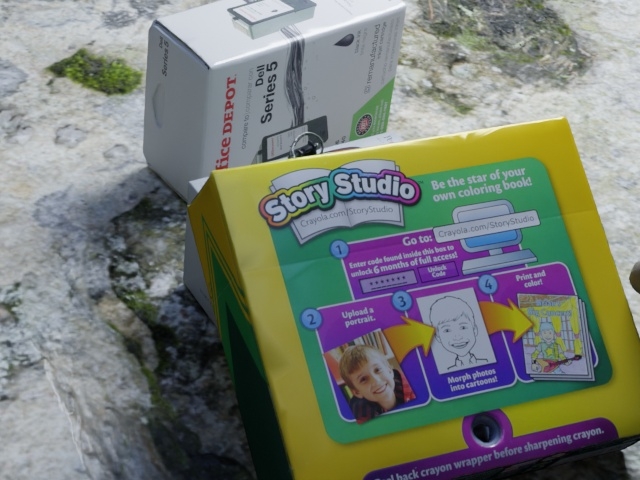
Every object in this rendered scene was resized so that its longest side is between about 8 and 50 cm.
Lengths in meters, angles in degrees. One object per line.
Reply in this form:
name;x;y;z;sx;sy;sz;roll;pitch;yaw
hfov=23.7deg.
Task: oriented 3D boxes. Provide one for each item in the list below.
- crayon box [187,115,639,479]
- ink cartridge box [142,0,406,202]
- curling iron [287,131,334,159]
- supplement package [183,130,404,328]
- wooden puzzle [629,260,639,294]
crayon box;0.095;0.068;1.387;0.363;0.106;0.313;-10;73;-21
ink cartridge box;-0.052;-0.173;1.705;0.273;0.198;0.115;-22;48;-32
curling iron;0.095;-0.074;1.517;0.274;0.035;0.068;3;40;-7
supplement package;0.000;0.000;1.547;0.244;0.134;0.139;-16;44;-27
wooden puzzle;0.501;0.090;1.374;0.348;0.080;0.322;16;8;-38
